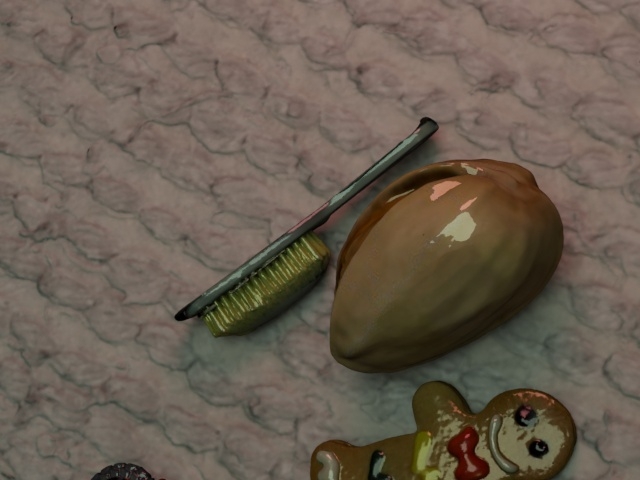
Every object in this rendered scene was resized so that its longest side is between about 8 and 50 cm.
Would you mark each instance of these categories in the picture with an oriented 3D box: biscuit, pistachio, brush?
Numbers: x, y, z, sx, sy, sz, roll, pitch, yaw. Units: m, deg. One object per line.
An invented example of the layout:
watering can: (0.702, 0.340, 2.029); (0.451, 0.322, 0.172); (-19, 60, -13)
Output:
biscuit: (0.106, 0.200, 1.670); (0.240, 0.035, 0.158); (-27, 71, 10)
pistachio: (0.099, 0.021, 1.669); (0.229, 0.157, 0.157); (-39, 66, 19)
brush: (0.000, 0.000, 1.751); (0.297, 0.068, 0.060); (-38, 87, 3)

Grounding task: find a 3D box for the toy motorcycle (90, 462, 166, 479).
toy motorcycle: (-0.130, 0.331, 1.681); (0.171, 0.089, 0.298); (-14, 72, 13)
